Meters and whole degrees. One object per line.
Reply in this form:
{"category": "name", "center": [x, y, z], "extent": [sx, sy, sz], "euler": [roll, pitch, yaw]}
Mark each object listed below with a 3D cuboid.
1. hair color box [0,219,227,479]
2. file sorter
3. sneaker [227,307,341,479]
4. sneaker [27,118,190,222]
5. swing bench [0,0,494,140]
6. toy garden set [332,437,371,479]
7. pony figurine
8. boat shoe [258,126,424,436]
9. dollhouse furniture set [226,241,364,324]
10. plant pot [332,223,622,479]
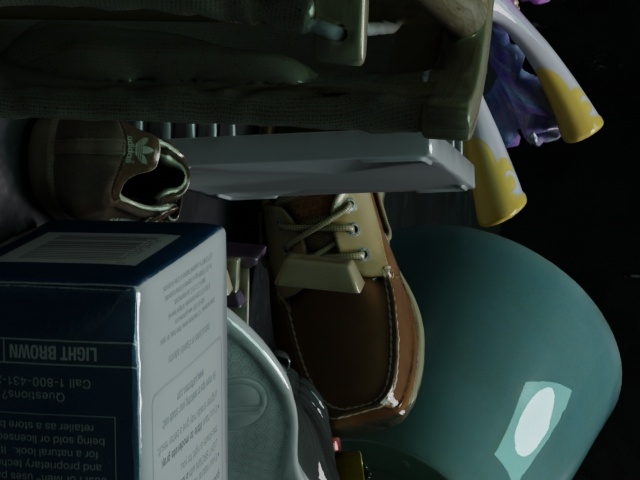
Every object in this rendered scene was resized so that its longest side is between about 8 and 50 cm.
{"category": "hair color box", "center": [-0.113, 0.174, 0.884], "extent": [0.174, 0.105, 0.347], "euler": [-41, 131, -76]}
{"category": "file sorter", "center": [-0.006, -0.123, 1.197], "extent": [0.278, 0.193, 0.173], "euler": [16, 73, -79]}
{"category": "sneaker", "center": [-0.062, 0.112, 1.225], "extent": [0.147, 0.105, 0.295], "euler": [-109, 174, -49]}
{"category": "sneaker", "center": [-0.104, -0.023, 0.995], "extent": [0.188, 0.071, 0.066], "euler": [44, 48, -76]}
{"category": "swing bench", "center": [-0.070, -0.126, 0.658], "extent": [0.254, 0.253, 0.165], "euler": [58, 36, -71]}
{"category": "toy garden set", "center": [0.004, 0.268, 1.435], "extent": [0.244, 0.049, 0.203], "euler": [143, -60, -72]}
{"category": "pony figurine", "center": [0.119, -0.230, 1.600], "extent": [0.351, 0.303, 0.363], "euler": [-41, 108, -48]}
{"category": "boat shoe", "center": [0.000, 0.000, 1.414], "extent": [0.120, 0.123, 0.324], "euler": [63, 12, -52]}
{"category": "dollhouse furniture set", "center": [-0.029, 0.055, 1.311], "extent": [0.091, 0.114, 0.081], "euler": [-60, 154, -74]}
{"category": "plant pot", "center": [0.103, 0.170, 1.633], "extent": [0.235, 0.293, 0.293], "euler": [-56, 150, -44]}
